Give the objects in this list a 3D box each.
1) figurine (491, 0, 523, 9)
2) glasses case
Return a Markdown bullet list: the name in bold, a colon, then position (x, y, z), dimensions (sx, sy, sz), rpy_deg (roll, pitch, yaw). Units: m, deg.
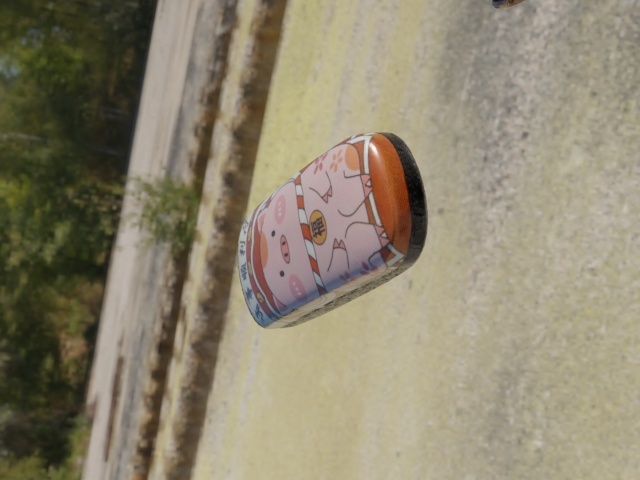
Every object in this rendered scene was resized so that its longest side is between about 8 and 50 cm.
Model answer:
- **figurine**: position (0.079, -0.193, 0.490), dimensions (0.126, 0.114, 0.157), rpy_deg (-121, 30, -54)
- **glasses case**: position (0.000, 0.000, 0.793), dimensions (0.266, 0.067, 0.103), rpy_deg (-34, 63, 58)
